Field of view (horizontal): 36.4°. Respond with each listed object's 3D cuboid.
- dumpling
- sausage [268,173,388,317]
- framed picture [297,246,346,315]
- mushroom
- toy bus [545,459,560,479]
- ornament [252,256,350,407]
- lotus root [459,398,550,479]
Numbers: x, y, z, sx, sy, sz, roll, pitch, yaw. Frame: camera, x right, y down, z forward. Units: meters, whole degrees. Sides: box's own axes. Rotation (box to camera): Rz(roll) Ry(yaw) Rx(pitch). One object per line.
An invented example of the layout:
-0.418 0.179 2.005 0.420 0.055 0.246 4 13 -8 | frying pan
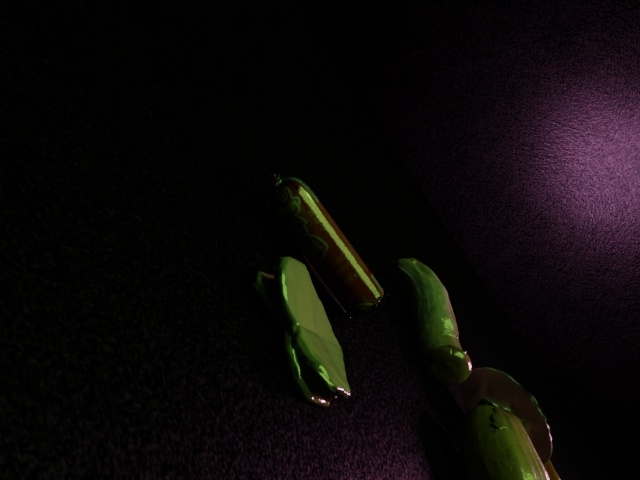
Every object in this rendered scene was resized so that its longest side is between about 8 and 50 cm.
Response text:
0.380 0.364 1.973 0.142 0.172 0.247 -13 64 -47 | dumpling
0.000 0.000 1.531 0.264 0.083 0.083 54 14 -14 | sausage
-0.005 0.032 1.626 0.142 0.011 0.183 48 17 -38 | framed picture
0.233 0.162 2.046 0.123 0.095 0.351 30 24 -28 | mushroom
0.437 0.466 2.071 0.114 0.098 0.201 59 8 -48 | toy bus
-0.010 0.129 1.296 0.180 0.059 0.201 37 28 -61 | ornament
0.321 0.410 1.715 0.146 0.130 0.303 24 29 -28 | lotus root
